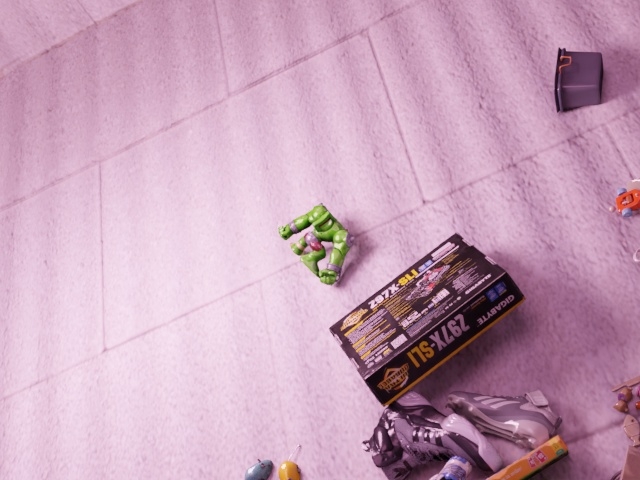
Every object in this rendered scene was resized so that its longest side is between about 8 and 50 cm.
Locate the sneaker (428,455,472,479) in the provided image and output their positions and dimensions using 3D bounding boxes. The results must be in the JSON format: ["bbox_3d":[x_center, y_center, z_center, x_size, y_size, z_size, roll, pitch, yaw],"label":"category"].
[{"bbox_3d":[0.199,0.412,1.807,0.052,0.135,0.058,31,39,12],"label":"sneaker"}]

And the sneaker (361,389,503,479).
[{"bbox_3d":[0.184,0.366,1.886,0.153,0.101,0.269,-49,38,-13],"label":"sneaker"}]

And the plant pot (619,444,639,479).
[{"bbox_3d":[0.532,0.443,1.509,0.274,0.256,0.256,13,59,17],"label":"plant pot"}]

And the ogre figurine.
[{"bbox_3d":[0.000,0.000,2.328,0.118,0.097,0.197,-46,31,5],"label":"ogre figurine"}]

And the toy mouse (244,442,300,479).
[{"bbox_3d":[-0.108,0.456,2.037,0.143,0.031,0.161,-18,45,18],"label":"toy mouse"}]

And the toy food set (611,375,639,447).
[{"bbox_3d":[0.524,0.275,1.804,0.078,0.019,0.122,-27,43,10],"label":"toy food set"}]

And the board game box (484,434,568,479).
[{"bbox_3d":[0.284,0.399,1.773,0.259,0.124,0.039,-35,71,2],"label":"board game box"}]

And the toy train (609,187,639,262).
[{"bbox_3d":[0.606,-0.037,2.015,0.125,0.046,0.166,-35,46,33],"label":"toy train"}]

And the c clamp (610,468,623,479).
[{"bbox_3d":[0.503,0.421,1.687,0.161,0.022,0.137,22,67,42],"label":"c clamp"}]

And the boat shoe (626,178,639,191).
[{"bbox_3d":[0.636,-0.094,2.046,0.133,0.048,0.042,9,30,45],"label":"boat shoe"}]

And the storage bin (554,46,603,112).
[{"bbox_3d":[0.541,-0.343,2.294,0.091,0.098,0.135,0,52,19],"label":"storage bin"}]

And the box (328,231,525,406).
[{"bbox_3d":[0.190,0.138,2.038,0.322,0.079,0.257,-37,20,-2],"label":"box"}]

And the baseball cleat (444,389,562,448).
[{"bbox_3d":[0.320,0.294,1.896,0.206,0.072,0.109,23,53,39],"label":"baseball cleat"}]
